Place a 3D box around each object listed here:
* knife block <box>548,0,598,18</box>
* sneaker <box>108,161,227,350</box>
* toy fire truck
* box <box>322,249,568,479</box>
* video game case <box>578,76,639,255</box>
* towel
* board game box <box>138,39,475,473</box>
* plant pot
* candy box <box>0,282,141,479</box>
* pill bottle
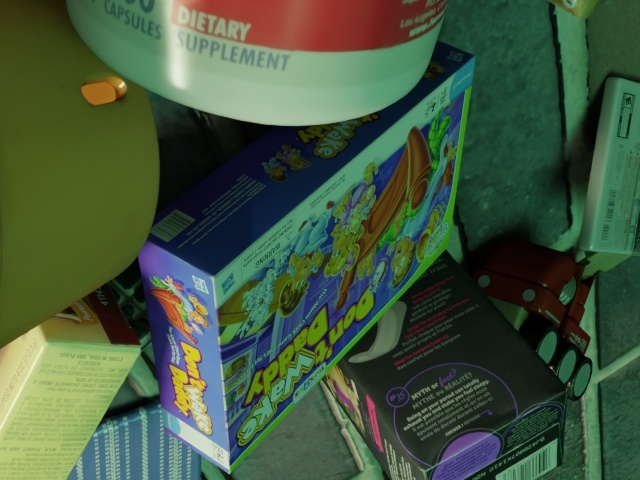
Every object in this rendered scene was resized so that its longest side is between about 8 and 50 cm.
[{"bbox_3d":[0.256,-0.349,0.814,0.242,0.088,0.276,-43,154,-18],"label":"knife block"},{"bbox_3d":[-0.132,0.046,0.921,0.275,0.107,0.110,-34,149,-3],"label":"sneaker"},{"bbox_3d":[0.295,0.051,1.221,0.217,0.158,0.246,36,75,-53],"label":"toy fire truck"},{"bbox_3d":[0.105,0.133,1.039,0.165,0.270,0.143,-26,139,-13],"label":"box"},{"bbox_3d":[0.366,-0.077,1.156,0.173,0.022,0.190,5,95,-39],"label":"video game case"},{"bbox_3d":[-0.287,0.288,1.097,0.336,0.040,0.243,-16,135,-26],"label":"towel"},{"bbox_3d":[0.000,0.000,0.878,0.347,0.078,0.233,-42,148,-36],"label":"board game box"},{"bbox_3d":[-0.240,-0.050,0.632,0.203,0.291,0.291,-18,140,-46],"label":"plant pot"},{"bbox_3d":[-0.277,0.141,0.837,0.087,0.183,0.316,10,121,-41],"label":"candy box"},{"bbox_3d":[-0.006,-0.284,0.517,0.229,0.229,0.408,-10,132,-29],"label":"pill bottle"}]
